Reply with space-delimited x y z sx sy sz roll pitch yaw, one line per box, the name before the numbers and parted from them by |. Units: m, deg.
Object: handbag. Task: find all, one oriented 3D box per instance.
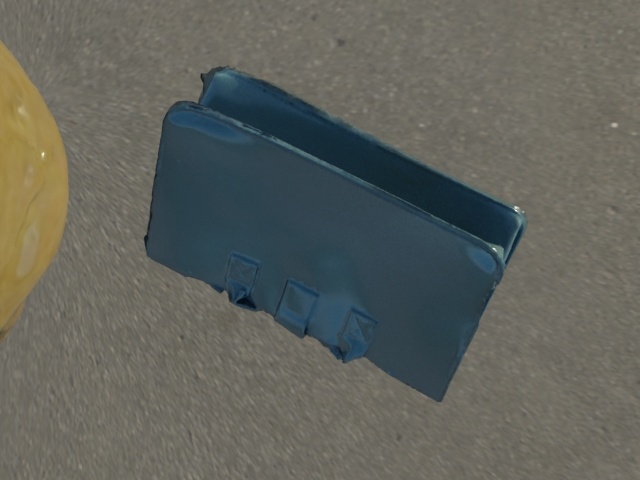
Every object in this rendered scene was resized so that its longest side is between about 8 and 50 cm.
handbag | 0.000 0.000 0.747 0.221 0.057 0.144 26 128 6

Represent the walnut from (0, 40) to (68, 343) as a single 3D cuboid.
walnut | -0.386 -0.036 0.908 0.384 0.383 0.383 -1 96 -14
